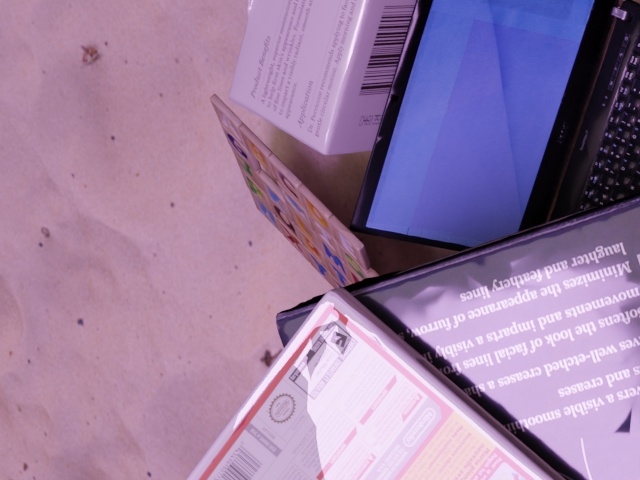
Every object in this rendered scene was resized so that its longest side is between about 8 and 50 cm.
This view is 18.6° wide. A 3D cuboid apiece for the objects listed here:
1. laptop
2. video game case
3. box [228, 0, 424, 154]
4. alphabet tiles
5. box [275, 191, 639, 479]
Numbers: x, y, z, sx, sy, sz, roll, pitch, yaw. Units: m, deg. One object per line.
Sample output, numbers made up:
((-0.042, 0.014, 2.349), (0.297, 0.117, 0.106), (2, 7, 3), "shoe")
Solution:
((0.187, -0.060, 1.475), (0.264, 0.136, 0.234), (33, 118, 35), "laptop")
((0.057, 0.198, 1.313), (0.285, 0.025, 0.204), (41, 108, 13), "video game case")
((0.045, -0.176, 1.552), (0.119, 0.182, 0.181), (33, 118, 35), "box")
((0.000, 0.000, 1.647), (0.237, 0.009, 0.198), (46, 169, 27), "alphabet tiles")
((0.189, 0.183, 1.387), (0.293, 0.212, 0.396), (-18, 89, 21), "box")
